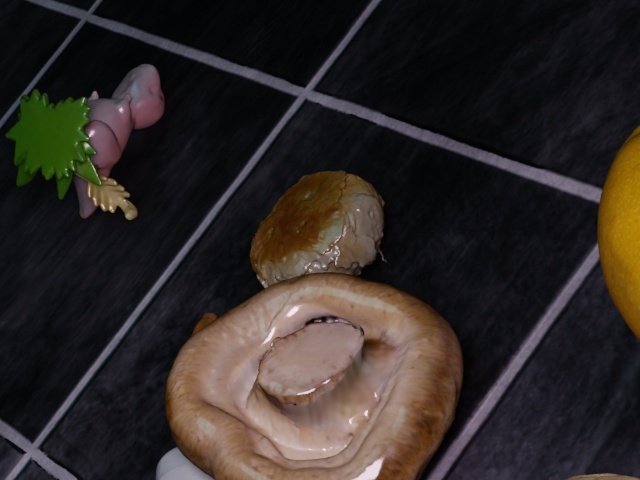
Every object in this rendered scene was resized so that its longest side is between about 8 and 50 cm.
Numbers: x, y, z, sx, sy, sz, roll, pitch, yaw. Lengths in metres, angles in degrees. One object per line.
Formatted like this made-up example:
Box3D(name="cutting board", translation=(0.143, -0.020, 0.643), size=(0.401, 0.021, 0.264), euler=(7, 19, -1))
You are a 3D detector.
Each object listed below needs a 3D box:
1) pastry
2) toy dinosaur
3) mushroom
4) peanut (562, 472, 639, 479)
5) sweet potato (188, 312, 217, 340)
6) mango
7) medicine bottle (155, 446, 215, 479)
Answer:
Box3D(name="pastry", translation=(-0.003, -0.004, 1.738), size=(0.153, 0.081, 0.153), euler=(-23, 47, 28))
Box3D(name="toy dinosaur", translation=(-0.271, -0.121, 2.042), size=(0.152, 0.177, 0.194), euler=(0, 86, 36))
Box3D(name="mushroom", translation=(-0.006, 0.142, 1.547), size=(0.278, 0.146, 0.278), euler=(-9, 49, 11))
Box3D(name="peanut", translation=(0.172, 0.249, 1.330), size=(0.290, 0.130, 0.130), euler=(-14, 48, 30))
Box3D(name="sweet potato", translation=(-0.119, 0.159, 1.721), size=(0.055, 0.058, 0.202), euler=(4, 51, -9))
Box3D(name="mango", translation=(0.322, 0.010, 1.401), size=(0.187, 0.144, 0.359), euler=(-28, 35, 2))
Box3D(name="medicine bottle", translation=(-0.102, 0.305, 1.540), size=(0.095, 0.095, 0.260), euler=(-27, 41, 20))
